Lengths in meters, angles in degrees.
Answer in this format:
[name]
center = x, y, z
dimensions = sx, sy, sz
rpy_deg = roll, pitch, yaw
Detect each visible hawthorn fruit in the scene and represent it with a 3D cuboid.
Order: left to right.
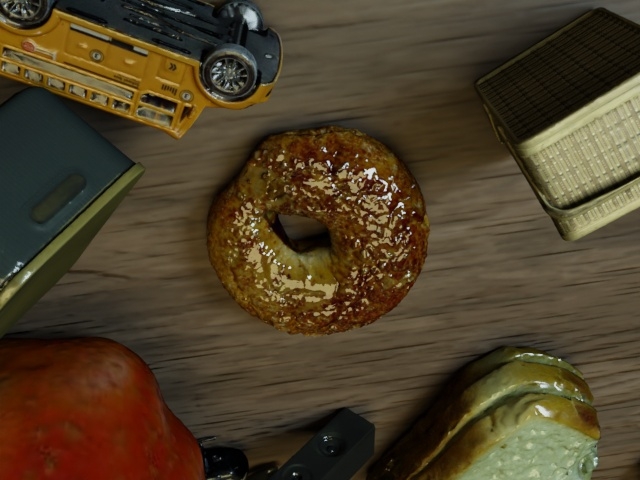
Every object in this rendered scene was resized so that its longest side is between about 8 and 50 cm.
[hawthorn fruit]
center = -0.220, 0.236, 0.588
dimensions = 0.287, 0.330, 0.287
rpy_deg = -3, 112, -7

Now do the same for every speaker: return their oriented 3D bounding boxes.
[speaker]
center = -0.021, 0.234, 0.711
dimensions = 0.040, 0.191, 0.046
rpy_deg = 24, 132, 33

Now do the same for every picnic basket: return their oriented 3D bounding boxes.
[picnic basket]
center = 0.181, -0.085, 0.523
dimensions = 0.115, 0.164, 0.079
rpy_deg = -32, 112, 14

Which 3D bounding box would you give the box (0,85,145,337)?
[box]
center = -0.218, 0.000, 0.510
dimensions = 0.090, 0.144, 0.201
rpy_deg = 43, 140, -10

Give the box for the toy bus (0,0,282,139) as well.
[toy bus]
center = -0.126, -0.129, 0.506
dimensions = 0.194, 0.083, 0.088
rpy_deg = 18, 129, -14

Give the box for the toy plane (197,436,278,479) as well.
[toy plane]
center = -0.144, 0.259, 0.783
dimensions = 0.197, 0.053, 0.078
rpy_deg = -24, 132, 5

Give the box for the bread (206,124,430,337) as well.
[bread]
center = 0.000, 0.000, 0.619
dimensions = 0.193, 0.064, 0.193
rpy_deg = -1, 122, -2

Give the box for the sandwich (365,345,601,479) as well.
[sandwich]
center = 0.220, 0.247, 0.784
dimensions = 0.288, 0.100, 0.254
rpy_deg = 28, 117, -22
